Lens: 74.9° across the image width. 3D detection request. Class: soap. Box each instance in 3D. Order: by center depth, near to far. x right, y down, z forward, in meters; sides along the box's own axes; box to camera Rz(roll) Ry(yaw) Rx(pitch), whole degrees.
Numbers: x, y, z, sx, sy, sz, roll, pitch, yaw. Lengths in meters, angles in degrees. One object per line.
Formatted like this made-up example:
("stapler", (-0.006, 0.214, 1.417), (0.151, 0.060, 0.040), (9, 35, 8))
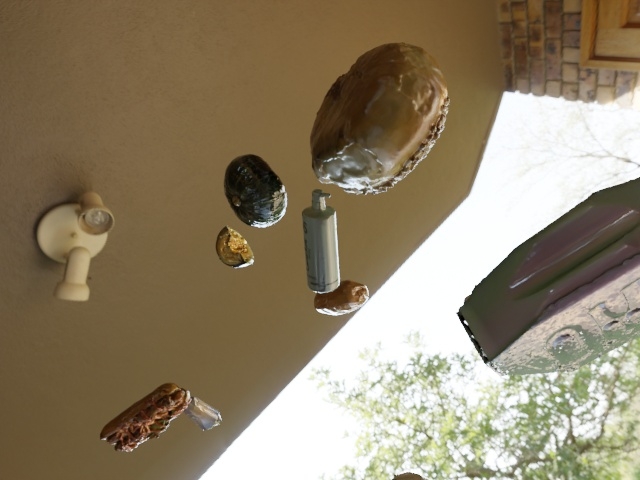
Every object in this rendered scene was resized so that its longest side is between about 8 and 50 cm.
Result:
("soap", (0.480, 0.078, 0.740), (0.446, 0.156, 0.261), (-37, -52, 17))

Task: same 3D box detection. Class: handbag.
("handbag", (-0.509, 0.729, 1.765), (0.173, 0.117, 0.095), (44, -122, -20))

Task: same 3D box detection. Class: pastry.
("pastry", (0.145, -0.299, 1.073), (0.245, 0.409, 0.409), (31, -90, -25))

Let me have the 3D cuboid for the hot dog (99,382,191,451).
("hot dog", (-0.655, 0.679, 1.582), (0.349, 0.117, 0.158), (-34, -50, -1))

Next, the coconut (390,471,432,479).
("coconut", (0.299, 0.815, 1.272), (0.194, 0.194, 0.194), (-19, -57, -32))

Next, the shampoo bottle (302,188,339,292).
("shampoo bottle", (0.000, 0.000, 1.033), (0.085, 0.085, 0.262), (-22, -57, -31))

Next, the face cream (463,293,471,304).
("face cream", (0.632, 0.210, 1.577), (0.082, 0.082, 0.269), (-38, -14, -20))

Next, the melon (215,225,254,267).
("melon", (-0.290, 0.040, 1.433), (0.079, 0.160, 0.128), (-40, -24, 15))

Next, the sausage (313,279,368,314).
("sausage", (0.071, 0.215, 1.564), (0.136, 0.241, 0.120), (-3, -102, -36))

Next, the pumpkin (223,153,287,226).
("pumpkin", (-0.182, -0.139, 1.180), (0.152, 0.211, 0.212), (-42, -46, -35))
